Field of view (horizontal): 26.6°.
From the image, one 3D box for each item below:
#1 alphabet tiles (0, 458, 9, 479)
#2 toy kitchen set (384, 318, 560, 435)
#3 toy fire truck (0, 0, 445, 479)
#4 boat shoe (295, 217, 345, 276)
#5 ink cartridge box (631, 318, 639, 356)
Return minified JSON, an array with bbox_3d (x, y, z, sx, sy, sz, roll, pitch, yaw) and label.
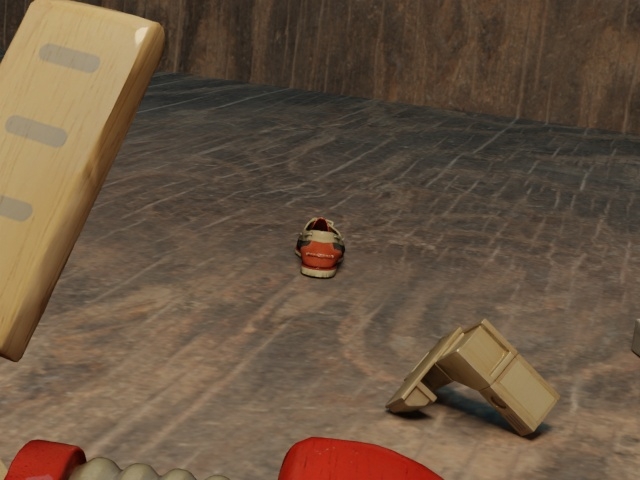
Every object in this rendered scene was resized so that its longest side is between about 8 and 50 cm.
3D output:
[{"bbox_3d":[-0.190,0.134,0.479,0.237,0.009,0.198,-9,47,-50],"label":"alphabet tiles"},{"bbox_3d":[0.095,0.109,0.900,0.068,0.075,0.083,-45,2,-27],"label":"toy kitchen set"},{"bbox_3d":[-0.049,0.075,0.392,0.217,0.246,0.158,7,29,5],"label":"toy fire truck"},{"bbox_3d":[0.000,0.000,1.292,0.049,0.043,0.137,4,11,0],"label":"boat shoe"},{"bbox_3d":[0.314,0.087,1.081,0.115,0.029,0.063,5,12,-8],"label":"ink cartridge box"}]
